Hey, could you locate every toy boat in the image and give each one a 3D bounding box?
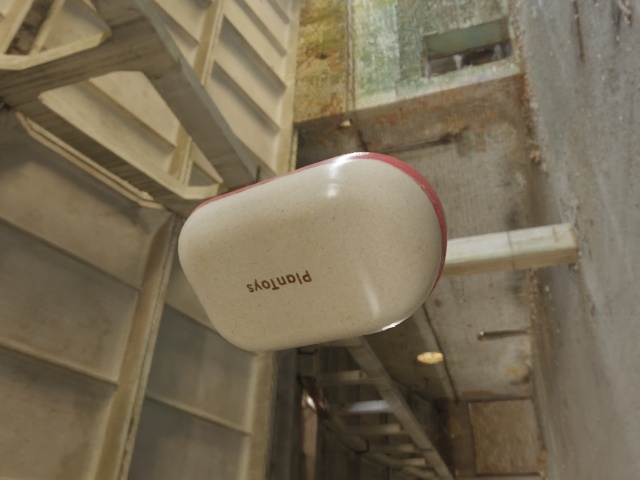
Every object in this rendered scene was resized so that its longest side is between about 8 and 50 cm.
[{"bbox_3d":[0.000,0.000,0.489,0.151,0.230,0.151,66,-152,-18],"label":"toy boat"}]
